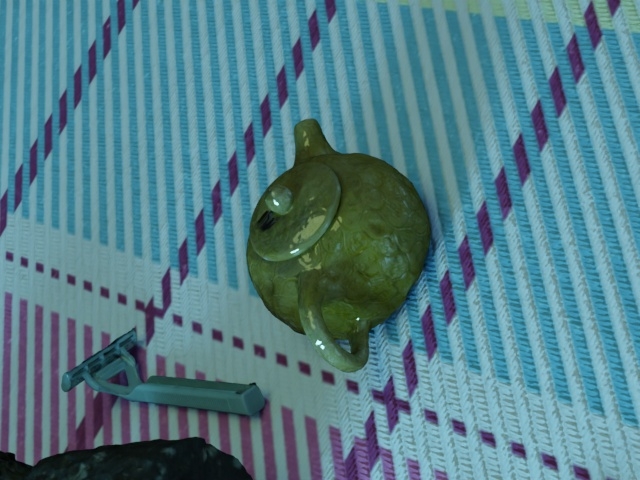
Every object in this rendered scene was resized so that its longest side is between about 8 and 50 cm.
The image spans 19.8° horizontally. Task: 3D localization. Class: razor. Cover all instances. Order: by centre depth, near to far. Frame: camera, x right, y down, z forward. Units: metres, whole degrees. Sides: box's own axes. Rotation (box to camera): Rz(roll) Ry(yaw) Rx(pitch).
[{"bbox_3d":[-0.167,0.167,2.082,0.278,0.056,0.111,10,33,43],"label":"razor"}]

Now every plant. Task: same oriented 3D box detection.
[{"bbox_3d":[-0.220,0.329,1.873,0.312,0.215,0.213,-21,51,38],"label":"plant"}]

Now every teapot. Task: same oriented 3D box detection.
[{"bbox_3d":[0.000,0.000,1.937,0.203,0.167,0.311,-28,45,28],"label":"teapot"}]

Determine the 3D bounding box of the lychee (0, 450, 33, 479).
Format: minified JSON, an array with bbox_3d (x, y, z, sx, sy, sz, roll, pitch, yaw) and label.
[{"bbox_3d":[-0.412,0.357,2.046,0.255,0.255,0.274,-28,75,29],"label":"lychee"}]
